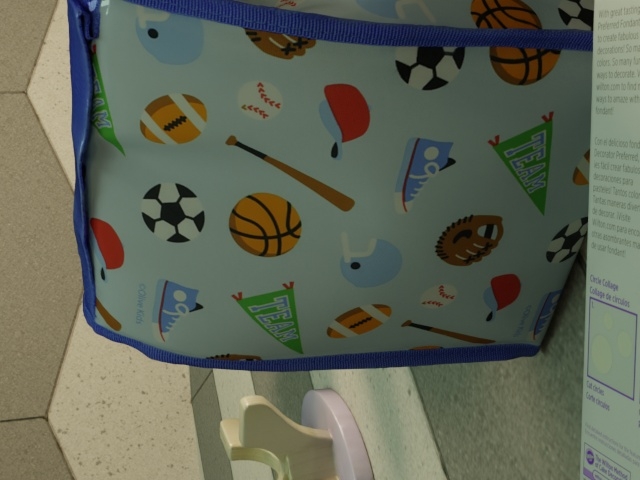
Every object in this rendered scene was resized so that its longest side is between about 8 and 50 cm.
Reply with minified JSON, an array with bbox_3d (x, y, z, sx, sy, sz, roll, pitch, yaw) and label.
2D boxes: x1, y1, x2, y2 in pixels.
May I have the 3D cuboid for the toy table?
[{"bbox_3d":[-0.039,0.324,1.364,0.274,0.160,0.252,-147,55,-68],"label":"toy table"}]

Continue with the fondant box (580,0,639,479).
[{"bbox_3d":[0.238,0.029,0.495,0.238,0.096,0.330,-154,61,-71],"label":"fondant box"}]

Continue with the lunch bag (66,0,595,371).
[{"bbox_3d":[0.005,-0.075,0.747,0.239,0.385,0.328,-113,25,-48],"label":"lunch bag"}]
